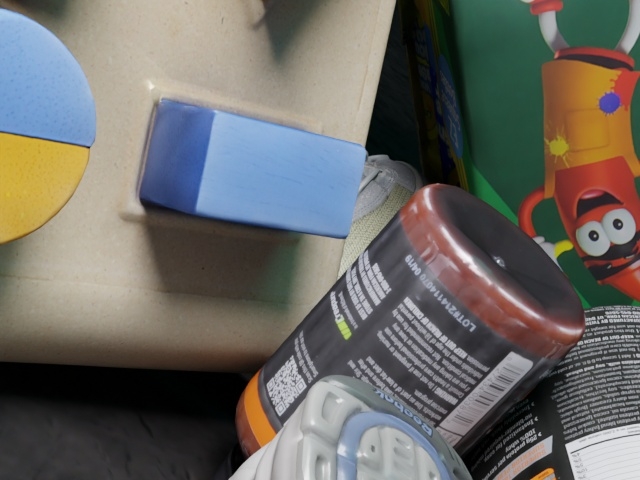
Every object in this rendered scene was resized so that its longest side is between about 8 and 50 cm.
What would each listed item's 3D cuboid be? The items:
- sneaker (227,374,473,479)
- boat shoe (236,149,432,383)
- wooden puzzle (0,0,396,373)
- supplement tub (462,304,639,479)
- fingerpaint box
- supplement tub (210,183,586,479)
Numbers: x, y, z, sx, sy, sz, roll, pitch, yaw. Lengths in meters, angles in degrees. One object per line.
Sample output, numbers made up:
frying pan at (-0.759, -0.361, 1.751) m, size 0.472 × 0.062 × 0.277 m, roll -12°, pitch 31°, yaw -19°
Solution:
sneaker at (-0.014, 0.192, 0.406) m, size 0.111 × 0.129 × 0.297 m, roll 35°, pitch 39°, yaw -20°
boat shoe at (-0.002, 0.002, 0.805) m, size 0.103 × 0.118 × 0.320 m, roll 41°, pitch 28°, yaw -5°
wooden puzzle at (-0.075, -0.102, 0.510) m, size 0.322 × 0.348 × 0.080 m, roll 9°, pitch 10°, yaw -42°
supplement tub at (0.156, 0.176, 0.537) m, size 0.193 × 0.193 × 0.316 m, roll 36°, pitch 20°, yaw -12°
fingerpaint box at (0.160, -0.083, 0.904) m, size 0.445 × 0.163 × 0.371 m, roll -95°, pitch 175°, yaw -63°
supplement tub at (0.029, 0.074, 0.584) m, size 0.106 × 0.198 × 0.106 m, roll 34°, pitch 22°, yaw -16°
